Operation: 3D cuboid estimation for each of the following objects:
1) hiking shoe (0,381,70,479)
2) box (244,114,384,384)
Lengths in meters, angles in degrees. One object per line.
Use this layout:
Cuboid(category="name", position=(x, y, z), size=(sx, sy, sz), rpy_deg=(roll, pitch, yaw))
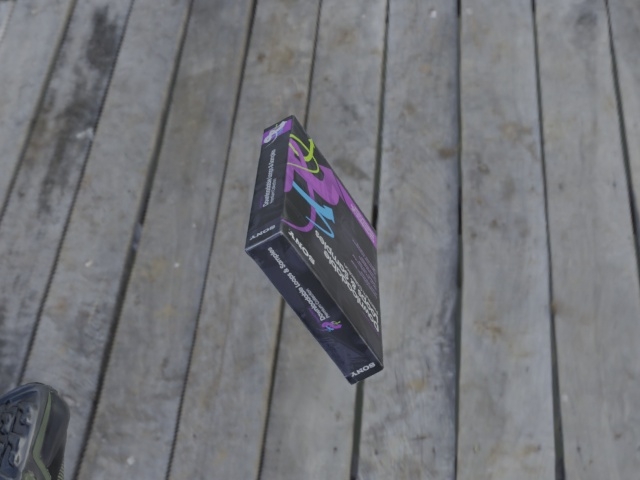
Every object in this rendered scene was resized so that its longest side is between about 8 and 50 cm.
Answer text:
Cuboid(category="hiking shoe", position=(-0.169, 0.195, 0.503), size=(0.086, 0.114, 0.227), rpy_deg=(-15, 53, 27))
Cuboid(category="box", position=(0.000, 0.000, 0.584), size=(0.029, 0.116, 0.162), rpy_deg=(-27, 28, 18))
